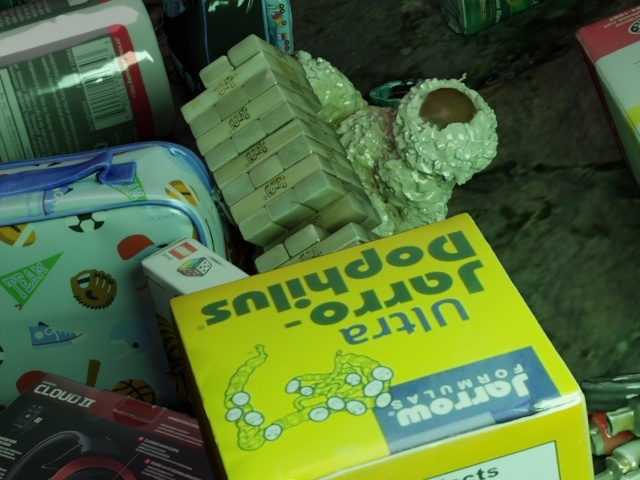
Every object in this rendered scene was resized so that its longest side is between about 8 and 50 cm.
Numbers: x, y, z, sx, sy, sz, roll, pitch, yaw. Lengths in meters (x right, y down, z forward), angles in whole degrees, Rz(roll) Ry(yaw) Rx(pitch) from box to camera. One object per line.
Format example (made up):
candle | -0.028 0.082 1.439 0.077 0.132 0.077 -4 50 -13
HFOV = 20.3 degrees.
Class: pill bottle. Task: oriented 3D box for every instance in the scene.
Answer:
pill bottle | -0.323 -0.149 1.850 0.319 0.176 0.176 -17 35 -9

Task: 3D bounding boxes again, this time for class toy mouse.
toy mouse | 0.098 -0.127 1.820 0.143 0.031 0.161 -33 40 -28

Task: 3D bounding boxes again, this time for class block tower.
block tower | 0.000 0.000 1.459 0.091 0.097 0.335 -33 67 18

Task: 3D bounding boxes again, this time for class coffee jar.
coffee jar | 0.221 -0.299 1.972 0.184 0.096 0.079 -22 38 -13

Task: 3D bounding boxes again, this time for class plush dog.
plush dog | 0.025 -0.019 1.588 0.262 0.210 0.225 16 62 29

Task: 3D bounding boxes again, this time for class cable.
cable | 0.319 0.130 1.389 0.287 0.072 0.139 -10 15 -19

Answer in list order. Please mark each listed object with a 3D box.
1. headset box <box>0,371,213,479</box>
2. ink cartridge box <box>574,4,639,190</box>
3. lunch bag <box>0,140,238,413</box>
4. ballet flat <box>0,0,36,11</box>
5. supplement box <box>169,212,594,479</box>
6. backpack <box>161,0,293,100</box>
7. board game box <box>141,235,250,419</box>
headset box | -0.184 0.228 1.324 0.218 0.110 0.293 13 42 31
ink cartridge box | 0.402 -0.096 1.496 0.279 0.160 0.384 -21 27 6
lunch bag | -0.212 0.034 1.495 0.303 0.243 0.115 -9 35 5
ballet flat | -0.330 -0.244 1.997 0.070 0.188 0.070 -13 12 3
supplement box | 0.052 0.198 1.080 0.194 0.356 0.195 -16 35 -7
backpack | -0.107 -0.229 1.932 0.117 0.158 0.173 -12 22 -15
board game box | -0.014 0.138 1.330 0.053 0.193 0.305 -30 38 -25
